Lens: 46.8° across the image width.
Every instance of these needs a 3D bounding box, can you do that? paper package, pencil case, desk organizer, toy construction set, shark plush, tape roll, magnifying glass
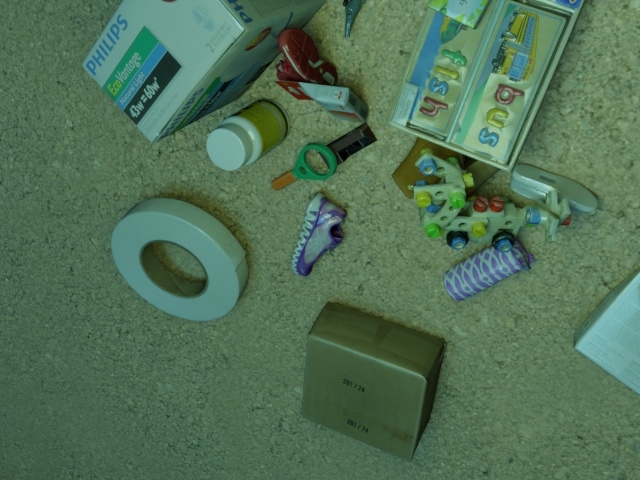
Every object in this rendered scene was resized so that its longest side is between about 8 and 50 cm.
[{"bbox_3d":[0.128,0.360,1.903,0.324,0.168,0.310,17,123,18],"label":"paper package"},{"bbox_3d":[0.376,0.065,1.673,0.206,0.088,0.086,-30,58,36],"label":"pencil case"},{"bbox_3d":[0.062,-0.217,1.703,0.130,0.047,0.050,-26,104,35],"label":"desk organizer"},{"bbox_3d":[0.339,-0.068,1.521,0.327,0.151,0.215,14,137,4],"label":"toy construction set"},{"bbox_3d":[0.057,-0.506,1.537,0.073,0.067,0.161,29,125,11],"label":"shark plush"},{"bbox_3d":[-0.383,0.059,2.016,0.392,0.072,0.392,13,132,15],"label":"tape roll"},{"bbox_3d":[-0.044,-0.167,1.764,0.231,0.026,0.092,-24,109,48],"label":"magnifying glass"}]

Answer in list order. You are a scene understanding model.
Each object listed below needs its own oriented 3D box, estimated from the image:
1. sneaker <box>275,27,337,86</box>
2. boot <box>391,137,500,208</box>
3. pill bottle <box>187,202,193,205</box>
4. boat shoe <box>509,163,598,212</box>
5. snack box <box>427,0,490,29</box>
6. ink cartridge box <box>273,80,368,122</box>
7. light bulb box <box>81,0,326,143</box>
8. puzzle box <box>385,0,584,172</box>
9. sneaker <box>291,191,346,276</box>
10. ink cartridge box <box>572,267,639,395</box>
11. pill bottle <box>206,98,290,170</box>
[{"bbox_3d":[-0.064,-0.379,1.598,0.128,0.087,0.221,7,163,30],"label":"sneaker"},{"bbox_3d":[0.225,-0.201,1.591,0.211,0.104,0.295,-34,101,35],"label":"boot"},{"bbox_3d":[-0.397,-0.069,2.008,0.116,0.065,0.065,-11,110,31],"label":"pill bottle"},{"bbox_3d":[0.482,-0.095,1.543,0.184,0.066,0.063,22,138,13],"label":"boat shoe"},{"bbox_3d":[0.274,-0.475,1.361,0.100,0.037,0.141,30,107,12],"label":"snack box"},{"bbox_3d":[0.000,-0.305,1.628,0.179,0.145,0.045,8,86,22],"label":"ink cartridge box"},{"bbox_3d":[-0.235,-0.437,1.543,0.225,0.361,0.358,48,127,-3],"label":"light bulb box"},{"bbox_3d":[0.319,-0.365,1.411,0.272,0.052,0.409,23,105,14],"label":"puzzle box"},{"bbox_3d":[0.000,0.000,1.827,0.104,0.095,0.236,22,123,6],"label":"sneaker"},{"bbox_3d":[0.772,0.164,1.540,0.308,0.091,0.385,36,109,6],"label":"ink cartridge box"},{"bbox_3d":[-0.166,-0.243,1.706,0.119,0.208,0.119,12,120,21],"label":"pill bottle"}]
